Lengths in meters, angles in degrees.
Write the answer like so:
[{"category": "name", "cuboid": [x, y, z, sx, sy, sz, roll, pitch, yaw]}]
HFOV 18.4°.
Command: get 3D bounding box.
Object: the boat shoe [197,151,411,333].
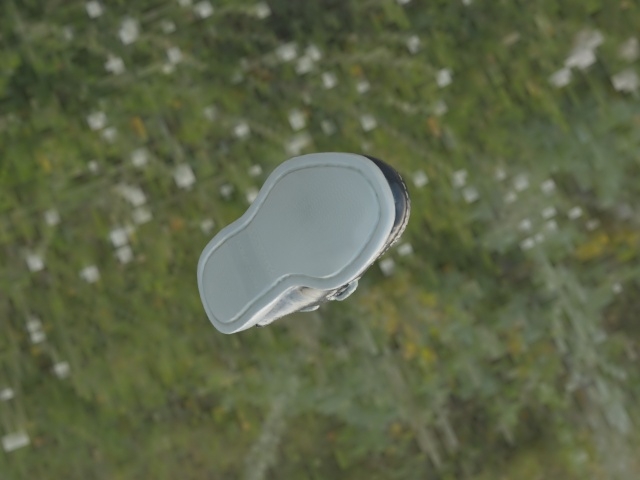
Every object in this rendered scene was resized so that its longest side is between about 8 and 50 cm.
[{"category": "boat shoe", "cuboid": [0.000, 0.000, 0.675, 0.038, 0.046, 0.125, -14, 165, -32]}]
